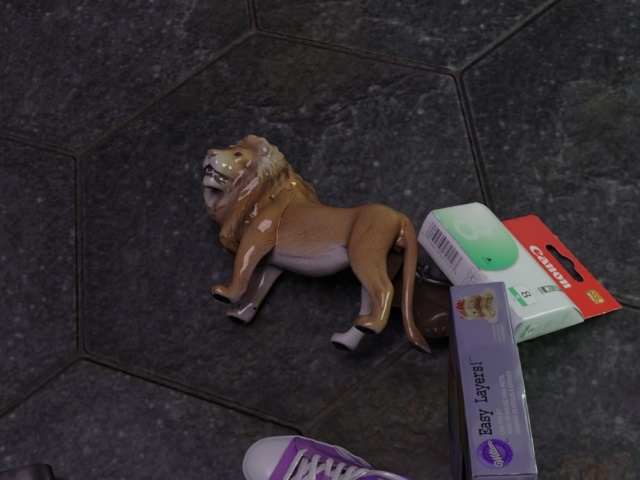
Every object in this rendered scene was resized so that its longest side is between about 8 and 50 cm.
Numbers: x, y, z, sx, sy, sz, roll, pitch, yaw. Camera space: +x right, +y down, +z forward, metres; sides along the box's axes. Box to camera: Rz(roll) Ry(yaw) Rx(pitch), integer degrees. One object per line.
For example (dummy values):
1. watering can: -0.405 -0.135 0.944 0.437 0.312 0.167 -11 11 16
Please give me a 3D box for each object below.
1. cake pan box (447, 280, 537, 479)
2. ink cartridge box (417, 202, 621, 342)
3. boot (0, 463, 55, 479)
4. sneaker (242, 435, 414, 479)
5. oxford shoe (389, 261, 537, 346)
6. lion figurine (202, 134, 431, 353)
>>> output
1. cake pan box: 0.177 0.221 1.162 0.070 0.245 0.267 -4 43 4
2. ink cartridge box: 0.253 0.027 1.340 0.225 0.056 0.181 -13 52 -37
3. boot: -0.415 0.436 1.309 0.264 0.096 0.280 -14 66 -5
4. sneaker: 0.025 0.276 1.250 0.282 0.161 0.102 18 67 22
5. oxford shoe: 0.169 0.097 1.376 0.227 0.083 0.096 14 71 29
6. lion figurine: 0.000 0.000 1.410 0.392 0.142 0.240 15 67 26
